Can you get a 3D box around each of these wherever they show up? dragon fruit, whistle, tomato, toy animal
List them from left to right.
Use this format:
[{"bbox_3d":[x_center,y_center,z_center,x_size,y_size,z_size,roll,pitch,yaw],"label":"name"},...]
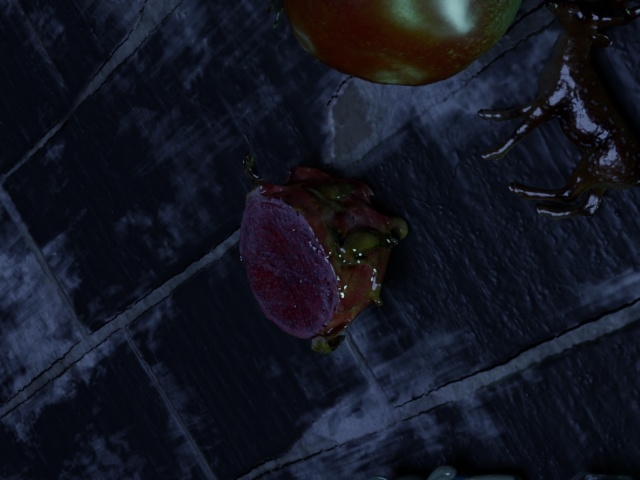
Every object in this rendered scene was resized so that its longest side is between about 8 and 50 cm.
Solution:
[{"bbox_3d":[0.000,0.000,1.344,0.211,0.147,0.282,-18,94,52],"label":"dragon fruit"},{"bbox_3d":[0.093,-0.297,1.035,0.239,0.303,0.303,22,126,-2],"label":"tomato"},{"bbox_3d":[0.172,0.352,1.387,0.236,0.077,0.114,-19,115,39],"label":"whistle"},{"bbox_3d":[0.284,-0.156,1.087,0.260,0.087,0.243,-33,101,39],"label":"toy animal"}]

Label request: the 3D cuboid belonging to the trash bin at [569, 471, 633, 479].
[{"bbox_3d":[0.340,0.499,1.208,0.296,0.256,0.367,33,132,23],"label":"trash bin"}]
